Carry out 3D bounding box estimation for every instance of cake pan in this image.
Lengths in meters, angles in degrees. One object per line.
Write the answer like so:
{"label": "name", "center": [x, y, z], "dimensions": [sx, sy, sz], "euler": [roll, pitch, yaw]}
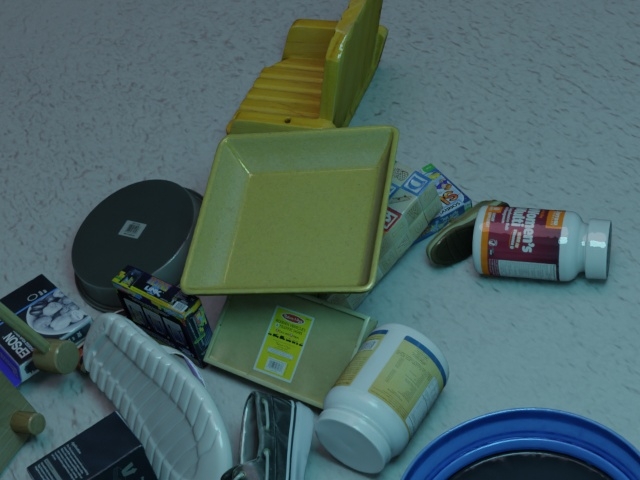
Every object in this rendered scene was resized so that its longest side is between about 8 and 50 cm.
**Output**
{"label": "cake pan", "center": [-0.337, -0.001, 2.152], "dimensions": [0.293, 0.054, 0.293], "euler": [-13, 48, 16]}

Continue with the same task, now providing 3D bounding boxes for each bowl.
{"label": "bowl", "center": [0.291, 0.411, 1.615], "dimensions": [0.391, 0.077, 0.391], "euler": [-7, 44, 7]}

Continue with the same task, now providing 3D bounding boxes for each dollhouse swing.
{"label": "dollhouse swing", "center": [-0.035, -0.369, 2.321], "dimensions": [0.315, 0.305, 0.346], "euler": [9, 49, 21]}

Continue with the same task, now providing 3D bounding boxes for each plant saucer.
{"label": "plant saucer", "center": [-0.037, -0.034, 1.943], "dimensions": [0.333, 0.081, 0.332], "euler": [-2, 55, 20]}

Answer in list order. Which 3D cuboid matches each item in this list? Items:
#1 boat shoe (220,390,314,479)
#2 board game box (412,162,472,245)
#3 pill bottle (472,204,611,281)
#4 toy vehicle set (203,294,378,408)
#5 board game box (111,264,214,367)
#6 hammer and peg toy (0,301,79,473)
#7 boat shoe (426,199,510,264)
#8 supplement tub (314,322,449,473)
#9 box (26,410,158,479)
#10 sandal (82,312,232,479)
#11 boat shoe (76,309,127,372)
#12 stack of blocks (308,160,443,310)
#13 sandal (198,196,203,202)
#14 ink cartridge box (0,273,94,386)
{"label": "boat shoe", "center": [-0.093, 0.367, 1.693], "dimensions": [0.119, 0.121, 0.335], "euler": [23, 40, -14]}
{"label": "board game box", "center": [0.160, -0.053, 2.144], "dimensions": [0.201, 0.035, 0.136], "euler": [-29, 46, -15]}
{"label": "pill bottle", "center": [0.376, 0.006, 1.972], "dimensions": [0.221, 0.121, 0.121], "euler": [4, 47, 18]}
{"label": "toy vehicle set", "center": [-0.052, 0.166, 1.915], "dimensions": [0.267, 0.035, 0.166], "euler": [18, 83, 29]}
{"label": "board game box", "center": [-0.263, 0.129, 1.983], "dimensions": [0.170, 0.141, 0.048], "euler": [23, 56, 31]}
{"label": "hammer and peg toy", "center": [-0.564, 0.251, 1.848], "dimensions": [0.127, 0.266, 0.361], "euler": [-2, 43, 38]}
{"label": "boat shoe", "center": [0.252, -0.017, 2.076], "dimensions": [0.190, 0.068, 0.072], "euler": [-28, 33, -28]}
{"label": "supplement tub", "center": [0.094, 0.241, 1.784], "dimensions": [0.144, 0.144, 0.199], "euler": [18, 52, 28]}
{"label": "box", "center": [-0.331, 0.369, 1.747], "dimensions": [0.158, 0.156, 0.093], "euler": [-32, 46, -19]}
{"label": "sandal", "center": [-0.242, 0.252, 1.875], "dimensions": [0.102, 0.169, 0.416], "euler": [5, 32, -47]}
{"label": "boat shoe", "center": [-0.376, 0.176, 2.031], "dimensions": [0.043, 0.049, 0.137], "euler": [30, 61, 32]}
{"label": "stack of blocks", "center": [0.053, -0.012, 2.046], "dimensions": [0.171, 0.087, 0.297], "euler": [32, 71, 35]}
{"label": "sandal", "center": [-0.127, -0.016, 2.173], "dimensions": [0.255, 0.054, 0.097], "euler": [16, 57, 14]}
{"label": "ink cartridge box", "center": [-0.531, 0.165, 2.064], "dimensions": [0.208, 0.045, 0.206], "euler": [-36, 41, -21]}
